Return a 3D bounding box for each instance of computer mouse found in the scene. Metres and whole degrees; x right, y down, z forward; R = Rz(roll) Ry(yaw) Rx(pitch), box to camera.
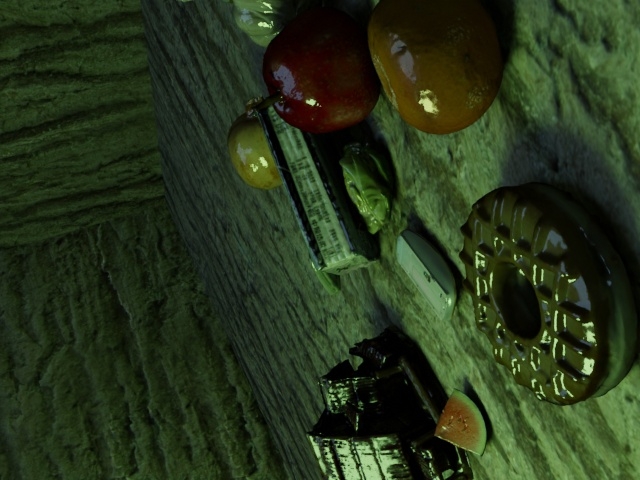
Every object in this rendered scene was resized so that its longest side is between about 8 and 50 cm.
[{"bbox_3d":[0.203,0.061,1.598,0.102,0.045,0.199,91,155,-44],"label":"computer mouse"}]

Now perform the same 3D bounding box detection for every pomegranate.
[{"bbox_3d":[-0.134,-0.228,2.084,0.207,0.207,0.207,162,90,-72],"label":"pomegranate"}]

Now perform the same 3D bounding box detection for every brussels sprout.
[{"bbox_3d":[0.092,-0.109,1.693,0.181,0.101,0.139,59,166,-1],"label":"brussels sprout"}]

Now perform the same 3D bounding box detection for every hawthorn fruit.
[{"bbox_3d":[-0.015,-0.298,1.572,0.210,0.266,0.230,26,136,35],"label":"hawthorn fruit"}]

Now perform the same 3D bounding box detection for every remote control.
[{"bbox_3d":[0.000,0.000,1.937,0.123,0.038,0.285,56,-163,-35],"label":"remote control"}]

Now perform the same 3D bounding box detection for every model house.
[{"bbox_3d":[0.111,0.382,1.785,0.297,0.283,0.317,-168,61,-70],"label":"model house"}]

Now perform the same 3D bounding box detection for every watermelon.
[{"bbox_3d":[0.258,0.349,1.633,0.125,0.094,0.135,179,78,-80],"label":"watermelon"}]

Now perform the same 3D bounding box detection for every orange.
[{"bbox_3d":[0.165,-0.261,1.210,0.224,0.170,0.224,-24,-90,-87],"label":"orange"}]

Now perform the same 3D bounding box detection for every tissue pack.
[{"bbox_3d":[0.000,-0.107,1.785,0.361,0.122,0.259,68,-167,10],"label":"tissue pack"}]

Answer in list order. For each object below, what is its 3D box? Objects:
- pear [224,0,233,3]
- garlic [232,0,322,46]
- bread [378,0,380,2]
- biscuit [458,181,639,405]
[{"bbox_3d":[-0.222,-0.659,2.092,0.141,0.104,0.141,44,169,11],"label":"pear"},{"bbox_3d":[-0.076,-0.482,1.670,0.152,0.228,0.227,18,128,34],"label":"garlic"},{"bbox_3d":[0.123,-0.393,1.411,0.083,0.044,0.110,111,140,-68],"label":"bread"},{"bbox_3d":[0.310,0.074,1.198,0.332,0.103,0.331,163,90,-71],"label":"biscuit"}]
